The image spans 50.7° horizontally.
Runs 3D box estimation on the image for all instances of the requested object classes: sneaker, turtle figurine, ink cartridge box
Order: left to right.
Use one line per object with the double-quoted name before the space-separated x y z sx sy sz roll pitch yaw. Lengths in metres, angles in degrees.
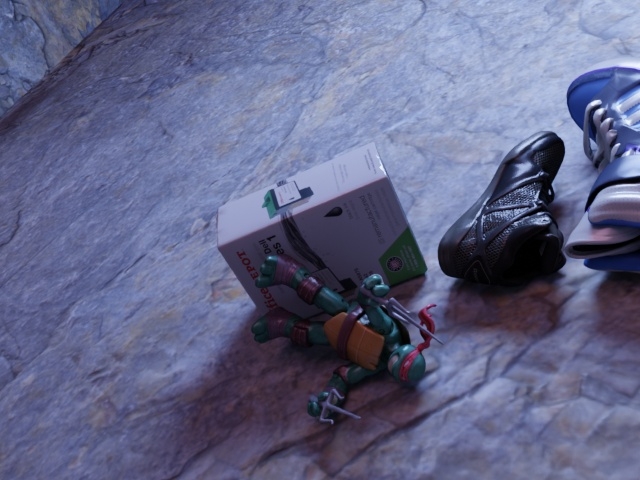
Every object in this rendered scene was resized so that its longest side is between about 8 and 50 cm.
"ink cartridge box" 0.000 0.000 0.845 0.219 0.160 0.093 -23 35 8
"turtle figurine" 0.029 0.107 0.734 0.234 0.118 0.175 25 102 34
"sneaker" 0.250 -0.033 0.787 0.130 0.087 0.227 20 59 45
"sneaker" 0.331 -0.080 0.747 0.236 0.130 0.323 -31 40 -12
